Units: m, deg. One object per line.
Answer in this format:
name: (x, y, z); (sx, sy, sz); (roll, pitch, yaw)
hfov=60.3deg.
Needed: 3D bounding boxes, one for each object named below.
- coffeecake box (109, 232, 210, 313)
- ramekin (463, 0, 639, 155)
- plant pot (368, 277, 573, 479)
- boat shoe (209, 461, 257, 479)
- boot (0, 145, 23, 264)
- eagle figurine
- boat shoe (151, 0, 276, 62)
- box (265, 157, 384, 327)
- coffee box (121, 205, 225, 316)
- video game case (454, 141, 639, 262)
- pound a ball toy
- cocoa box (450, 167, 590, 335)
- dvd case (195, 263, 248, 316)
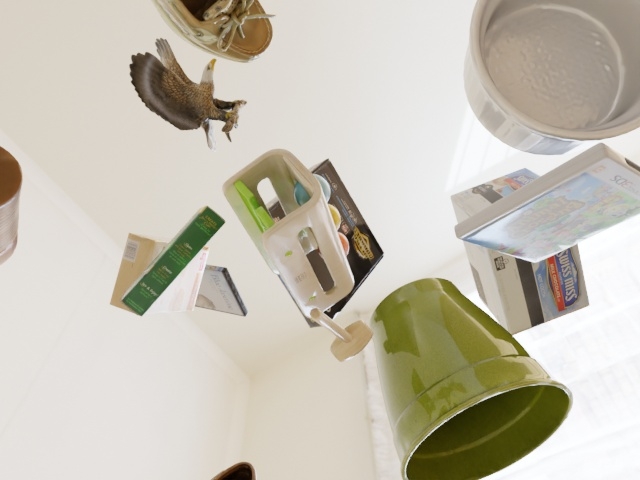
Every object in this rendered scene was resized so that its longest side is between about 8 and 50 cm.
coffeecake box: (-0.315, 0.068, 1.102); (0.185, 0.068, 0.142); (13, -88, -68)
ramekin: (0.333, -0.253, 0.762); (0.277, 0.277, 0.135); (62, 179, 7)
plant pot: (0.276, 0.280, 1.196); (0.366, 0.366, 0.353); (46, -167, -42)
boat shoe: (-0.190, 0.460, 0.838); (0.324, 0.123, 0.116); (-41, -40, -65)
boot: (-0.380, -0.045, 0.413); (0.283, 0.220, 0.109); (22, -127, -29)
eagle figurine: (-0.350, -0.399, 1.487); (0.298, 0.225, 0.226); (20, 166, -11)
boat shoe: (-0.143, -0.293, 0.625); (0.089, 0.105, 0.285); (28, -179, 40)
box: (0.000, 0.000, 1.292); (0.296, 0.073, 0.293); (59, -137, -15)
coffee box: (-0.225, 0.027, 0.840); (0.040, 0.184, 0.113); (42, 170, -13)
video game case: (0.318, -0.036, 0.722); (0.193, 0.212, 0.023); (14, -124, -36)
pound a ball toy: (-0.001, 0.030, 0.854); (0.208, 0.135, 0.319); (49, 170, 33)
cocoa box: (0.523, 0.024, 1.452); (0.231, 0.228, 0.347); (-107, -5, -67)
dvd case: (-0.334, 0.129, 1.539); (0.022, 0.253, 0.180); (-58, -37, -39)
